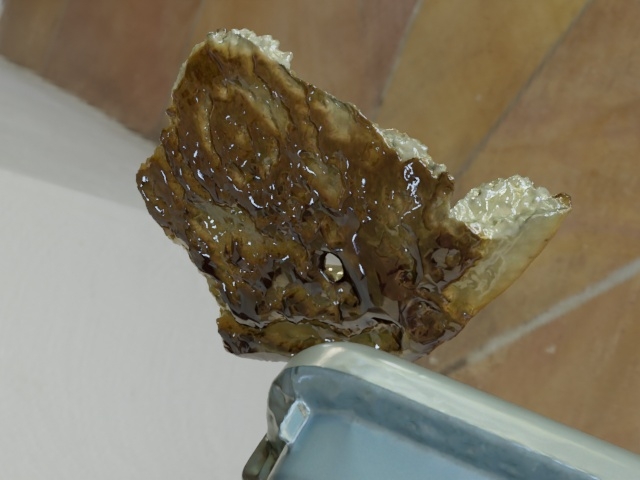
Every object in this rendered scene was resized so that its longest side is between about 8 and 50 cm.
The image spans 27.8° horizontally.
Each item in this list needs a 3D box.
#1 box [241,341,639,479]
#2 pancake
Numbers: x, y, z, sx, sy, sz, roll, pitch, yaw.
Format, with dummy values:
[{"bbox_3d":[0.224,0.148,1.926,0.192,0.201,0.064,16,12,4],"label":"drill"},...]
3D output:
[{"bbox_3d":[0.068,0.135,0.332,0.130,0.227,0.162,-53,-24,-35],"label":"box"},{"bbox_3d":[0.000,0.000,0.752,0.257,0.056,0.212,33,129,24],"label":"pancake"}]
